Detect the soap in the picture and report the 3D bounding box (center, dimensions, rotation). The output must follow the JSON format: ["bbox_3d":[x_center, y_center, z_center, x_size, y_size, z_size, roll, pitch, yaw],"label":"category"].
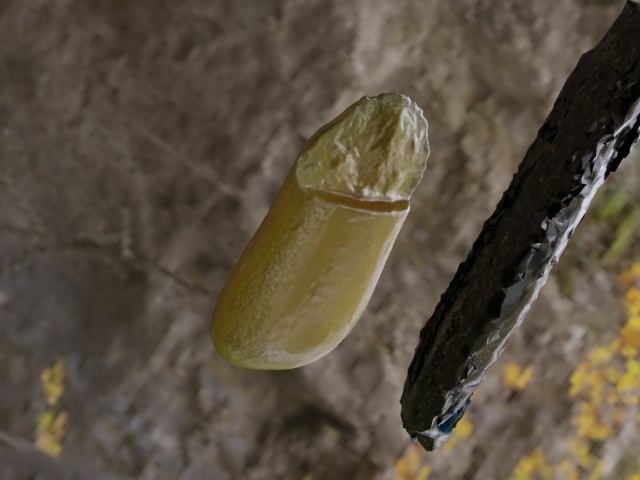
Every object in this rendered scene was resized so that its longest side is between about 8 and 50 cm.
[{"bbox_3d":[0.000,0.000,0.983,0.033,0.089,0.168,51,-52,41],"label":"soap"}]

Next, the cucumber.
[{"bbox_3d":[0.100,-0.003,0.924,0.043,0.044,0.256,-14,137,-59],"label":"cucumber"}]
